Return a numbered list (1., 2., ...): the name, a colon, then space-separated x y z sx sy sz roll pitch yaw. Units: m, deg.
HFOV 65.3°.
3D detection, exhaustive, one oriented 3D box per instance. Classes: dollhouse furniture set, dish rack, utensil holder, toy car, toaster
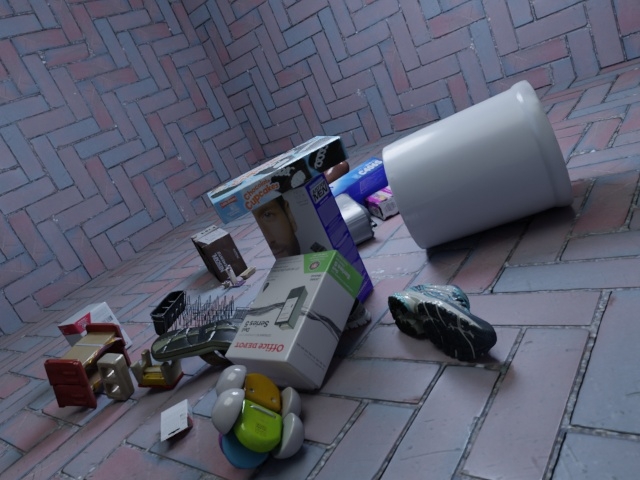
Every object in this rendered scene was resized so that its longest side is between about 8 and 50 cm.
1. dollhouse furniture set: -0.303 0.107 1.815 0.091 0.081 0.114 -9 23 41
2. dish rack: -0.312 0.206 1.396 0.272 0.074 0.208 1 14 1
3. dollhouse furniture set: -0.528 0.345 1.378 0.374 0.152 0.201 -2 22 14
4. utensil holder: 0.397 -0.180 1.304 0.385 0.327 0.327 -21 17 21
5. toy car: -0.122 0.318 0.872 0.136 0.159 0.182 -58 14 11
6. toaster: 0.076 -0.054 1.656 0.146 0.129 0.227 -28 37 -12

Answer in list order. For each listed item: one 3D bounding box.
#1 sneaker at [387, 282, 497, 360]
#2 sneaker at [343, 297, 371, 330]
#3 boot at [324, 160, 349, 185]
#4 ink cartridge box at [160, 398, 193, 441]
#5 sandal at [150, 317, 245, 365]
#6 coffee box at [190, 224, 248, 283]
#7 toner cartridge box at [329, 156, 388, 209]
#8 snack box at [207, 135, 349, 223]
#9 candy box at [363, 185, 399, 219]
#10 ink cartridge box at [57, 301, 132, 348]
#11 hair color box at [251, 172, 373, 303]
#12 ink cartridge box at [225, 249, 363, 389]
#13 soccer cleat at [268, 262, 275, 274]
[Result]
1. sneaker: 0.242 0.130 0.953 0.122 0.110 0.283 -27 17 -18
2. sneaker: 0.027 0.177 1.160 0.170 0.074 0.063 -21 17 12
3. boot: 0.001 -0.218 1.961 0.264 0.096 0.280 -39 -2 10
4. ink cartridge box: -0.305 0.390 1.063 0.063 0.029 0.115 -27 18 -10
5. sandal: -0.268 0.266 1.258 0.303 0.086 0.120 -8 23 3
6. coffee box: -0.408 0.049 1.987 0.119 0.168 0.297 -30 17 -17
7. toner cartridge box: 0.120 -0.166 1.884 0.075 0.165 0.348 26 48 38
8. snack box: -0.108 -0.151 1.182 0.322 0.060 0.187 -29 18 -9
9. candy box: 0.293 -0.165 1.823 0.233 0.071 0.159 -27 16 -6
10. ink cartridge box: -0.740 0.313 1.645 0.127 0.176 0.128 -14 19 40
11. hair color box: -0.021 0.014 1.257 0.185 0.338 0.110 -12 20 35
12. ink cartridge box: -0.053 0.167 1.082 0.198 0.115 0.273 -9 44 43
13. soccer cleat: -0.067 0.076 1.593 0.095 0.083 0.248 -1 26 44
